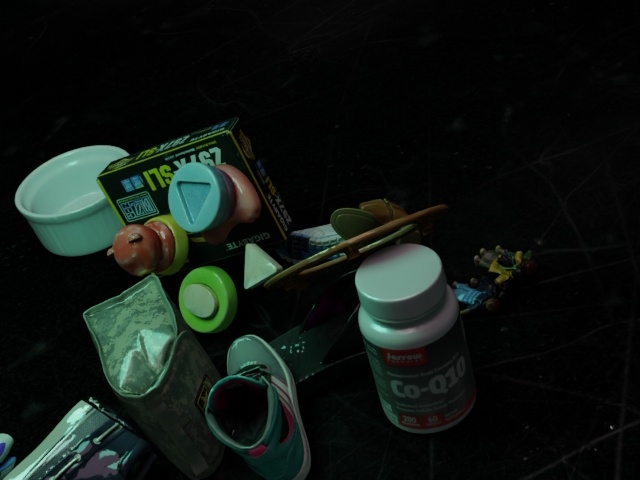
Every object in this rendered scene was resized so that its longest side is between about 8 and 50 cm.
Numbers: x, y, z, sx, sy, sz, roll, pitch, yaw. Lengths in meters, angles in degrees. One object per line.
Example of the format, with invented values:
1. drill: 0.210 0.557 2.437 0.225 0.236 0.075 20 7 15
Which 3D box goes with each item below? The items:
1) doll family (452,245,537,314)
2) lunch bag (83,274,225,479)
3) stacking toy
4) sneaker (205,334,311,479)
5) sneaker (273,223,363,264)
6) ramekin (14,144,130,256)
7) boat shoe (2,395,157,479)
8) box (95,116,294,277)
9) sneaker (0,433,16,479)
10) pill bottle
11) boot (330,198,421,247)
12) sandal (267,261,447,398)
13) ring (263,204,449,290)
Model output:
1. doll family: 0.315 0.074 1.871 0.111 0.076 0.193 25 68 43
2. lunch bag: -0.260 0.238 1.745 0.169 0.235 0.287 -29 39 -6
3. stacking toy: -0.243 0.020 1.948 0.309 0.130 0.279 -42 68 29
4. sneaker: -0.119 0.246 1.678 0.123 0.178 0.295 -30 50 6
5. sneaker: 0.000 0.000 2.112 0.190 0.071 0.083 0 32 8
6. ramekin: -0.542 -0.087 2.376 0.277 0.135 0.277 -10 37 8
7. boat shoe: -0.414 0.419 1.677 0.158 0.127 0.340 26 63 23
8. box: -0.252 -0.080 2.088 0.322 0.257 0.079 -16 24 23
9. sneaker: -0.593 0.392 1.678 0.236 0.130 0.323 -48 10 -27
10. pill bottle: 0.150 0.157 1.651 0.161 0.283 0.161 -11 36 8
11. boot: 0.097 -0.045 2.076 0.197 0.073 0.152 16 22 -20
12. sandal: 0.039 0.145 1.836 0.445 0.107 0.167 -33 38 -13
13. ring: 0.064 0.022 1.738 0.336 0.032 0.336 -24 -6 -3
